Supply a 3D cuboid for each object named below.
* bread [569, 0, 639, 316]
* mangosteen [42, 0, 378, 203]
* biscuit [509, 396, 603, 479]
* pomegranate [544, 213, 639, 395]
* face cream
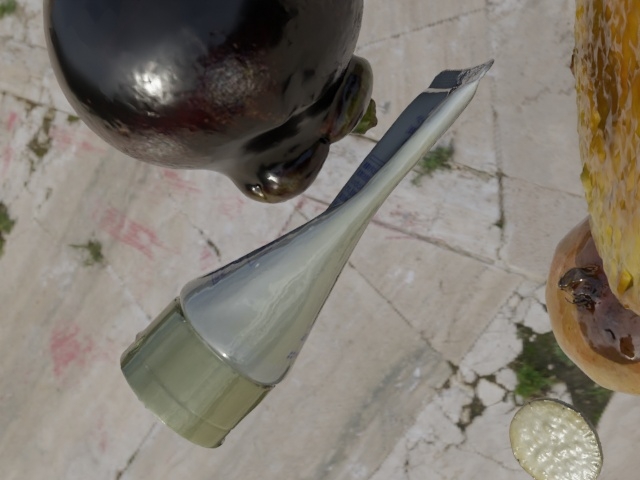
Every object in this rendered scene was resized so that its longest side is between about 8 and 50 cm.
[{"bbox_3d":[0.217,-0.086,0.398,0.173,0.312,0.312,-3,82,9],"label":"bread"},{"bbox_3d":[-0.097,-0.179,0.775,0.297,0.297,0.313,2,114,36],"label":"mangosteen"},{"bbox_3d":[0.344,0.302,1.262,0.152,0.020,0.152,13,112,36],"label":"biscuit"},{"bbox_3d":[0.531,0.093,1.451,0.338,0.338,0.338,-5,82,36],"label":"pomegranate"},{"bbox_3d":[0.000,0.000,0.425,0.070,0.114,0.224,43,94,-9],"label":"face cream"}]
